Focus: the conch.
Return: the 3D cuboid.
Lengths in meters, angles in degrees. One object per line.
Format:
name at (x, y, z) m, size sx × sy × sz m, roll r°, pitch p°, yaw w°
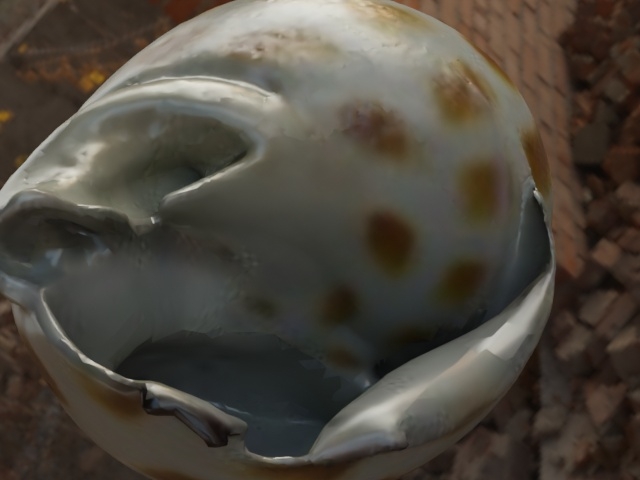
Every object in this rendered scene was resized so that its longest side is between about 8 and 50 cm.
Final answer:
conch at (0.000, 0.000, 0.467) m, size 0.275 × 0.183 × 0.149 m, roll -17°, pitch -18°, yaw -34°
